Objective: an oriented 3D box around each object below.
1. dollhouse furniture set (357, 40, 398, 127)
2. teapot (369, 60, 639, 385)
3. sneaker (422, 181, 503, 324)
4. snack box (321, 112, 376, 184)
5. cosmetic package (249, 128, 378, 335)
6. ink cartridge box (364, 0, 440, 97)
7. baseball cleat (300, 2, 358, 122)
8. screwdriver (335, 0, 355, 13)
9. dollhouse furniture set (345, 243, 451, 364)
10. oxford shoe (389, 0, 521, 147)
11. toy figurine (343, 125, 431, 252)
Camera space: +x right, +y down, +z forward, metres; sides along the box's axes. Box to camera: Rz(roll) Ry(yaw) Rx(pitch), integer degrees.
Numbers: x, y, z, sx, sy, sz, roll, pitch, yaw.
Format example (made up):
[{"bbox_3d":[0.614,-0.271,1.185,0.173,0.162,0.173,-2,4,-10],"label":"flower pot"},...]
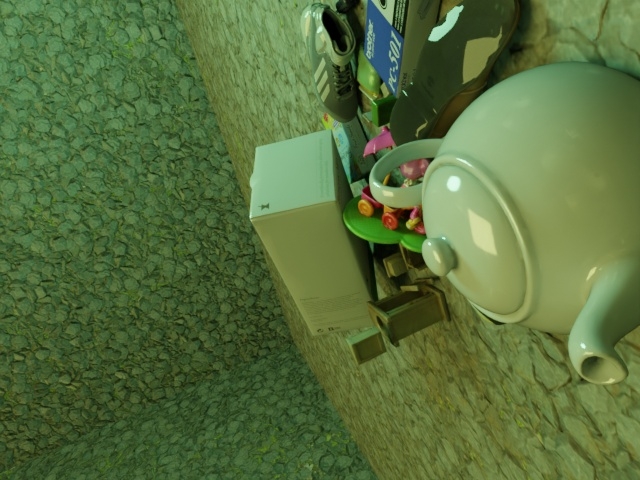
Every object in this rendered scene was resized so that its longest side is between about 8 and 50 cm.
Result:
[{"bbox_3d":[0.074,-0.227,0.833,0.076,0.058,0.152,82,161,-47],"label":"dollhouse furniture set"},{"bbox_3d":[0.170,-0.022,0.485,0.256,0.187,0.253,120,127,-76],"label":"teapot"},{"bbox_3d":[0.194,0.014,0.726,0.094,0.081,0.209,80,171,-68],"label":"sneaker"},{"bbox_3d":[0.053,-0.184,1.043,0.100,0.037,0.141,154,93,-79],"label":"snack box"},{"bbox_3d":[0.000,0.000,1.058,0.366,0.155,0.197,68,-165,-47],"label":"cosmetic package"},{"bbox_3d":[0.097,-0.283,0.669,0.207,0.046,0.097,88,158,-57],"label":"ink cartridge box"},{"bbox_3d":[0.024,-0.275,0.899,0.109,0.072,0.206,44,163,55],"label":"baseball cleat"},{"bbox_3d":[0.029,-0.369,0.895,0.170,0.025,0.024,-126,15,-76],"label":"screwdriver"},{"bbox_3d":[0.104,0.091,0.960,0.101,0.181,0.161,-146,35,-69],"label":"dollhouse furniture set"},{"bbox_3d":[0.149,-0.180,0.594,0.076,0.076,0.212,66,152,18],"label":"oxford shoe"},{"bbox_3d":[0.118,-0.085,0.820,0.173,0.130,0.159,33,140,31],"label":"toy figurine"}]
